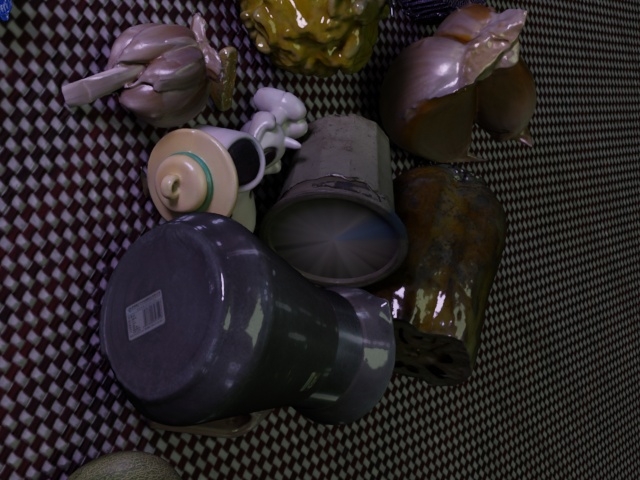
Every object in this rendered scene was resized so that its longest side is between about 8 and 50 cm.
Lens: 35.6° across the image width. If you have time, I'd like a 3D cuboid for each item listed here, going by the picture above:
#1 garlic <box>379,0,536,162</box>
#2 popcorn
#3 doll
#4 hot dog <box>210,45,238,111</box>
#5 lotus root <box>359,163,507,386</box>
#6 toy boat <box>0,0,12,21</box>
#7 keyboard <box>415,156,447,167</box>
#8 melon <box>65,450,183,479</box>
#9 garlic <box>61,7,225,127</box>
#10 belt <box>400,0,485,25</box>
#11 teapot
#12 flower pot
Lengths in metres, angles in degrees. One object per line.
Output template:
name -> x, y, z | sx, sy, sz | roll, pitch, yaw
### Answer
garlic -> 0.249, -0.262, 1.699 | 0.286, 0.249, 0.313 | -65, 163, -12
popcorn -> 0.000, -0.352, 1.411 | 0.249, 0.225, 0.249 | 13, 73, -50
doll -> -0.121, -0.119, 1.336 | 0.208, 0.144, 0.271 | 68, 41, -56
hot dog -> -0.138, -0.225, 1.382 | 0.030, 0.034, 0.090 | -23, 126, -60
lotus root -> 0.174, 0.038, 1.609 | 0.250, 0.250, 0.346 | 42, 57, -43
toy boat -> -0.356, -0.316, 1.045 | 0.091, 0.110, 0.175 | -38, 120, -46
keyboard -> 0.205, -0.155, 1.828 | 0.101, 0.018, 0.310 | 4, 86, -51
melon -> -0.228, 0.315, 1.161 | 0.192, 0.139, 0.139 | -7, 94, -48
garlic -> -0.219, -0.195, 1.228 | 0.194, 0.127, 0.131 | -29, 94, -21
belt -> 0.202, -0.552, 1.762 | 0.260, 0.122, 0.325 | -34, 113, -40
teapot -> -0.094, 0.137, 1.263 | 0.344, 0.300, 0.253 | 22, 28, -47
flower pot -> 0.020, -0.069, 1.453 | 0.212, 0.212, 0.202 | 46, 34, -41
